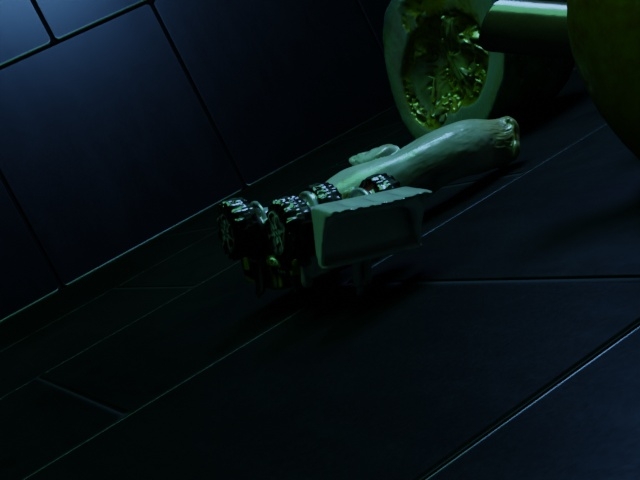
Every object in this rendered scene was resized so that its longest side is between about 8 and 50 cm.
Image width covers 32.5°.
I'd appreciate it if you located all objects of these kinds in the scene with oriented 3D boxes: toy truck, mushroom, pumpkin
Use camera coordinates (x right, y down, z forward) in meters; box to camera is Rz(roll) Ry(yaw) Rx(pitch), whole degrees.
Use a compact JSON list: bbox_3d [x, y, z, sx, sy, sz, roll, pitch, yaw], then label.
[{"bbox_3d":[0.000,0.000,1.061,0.136,0.111,0.286,-13,5,-25],"label":"toy truck"},{"bbox_3d":[0.103,-0.068,1.235,0.278,0.096,0.099,-29,39,-8],"label":"mushroom"},{"bbox_3d":[0.238,-0.286,1.555,0.197,0.263,0.293,-19,-9,-30],"label":"pumpkin"}]

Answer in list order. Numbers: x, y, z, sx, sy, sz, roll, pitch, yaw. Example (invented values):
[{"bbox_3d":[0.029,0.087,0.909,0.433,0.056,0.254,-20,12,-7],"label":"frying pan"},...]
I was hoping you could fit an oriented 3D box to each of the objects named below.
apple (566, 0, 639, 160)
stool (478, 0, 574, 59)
[{"bbox_3d":[0.274,-0.144,0.644,0.264,0.264,0.264,-26,9,4],"label":"apple"},{"bbox_3d":[0.278,-0.227,0.908,0.272,0.272,0.178,-31,48,-25],"label":"stool"}]
